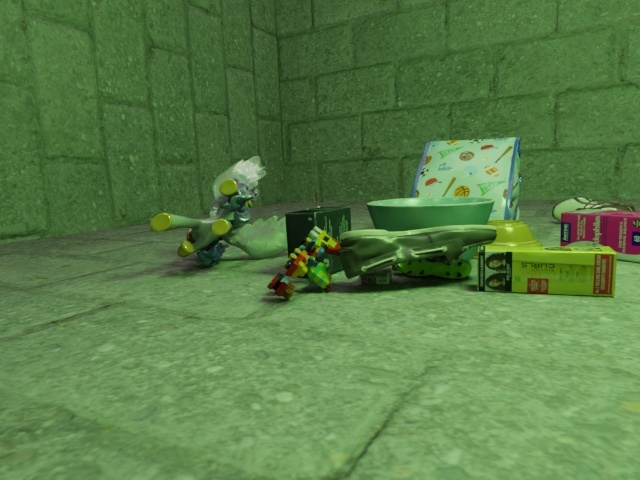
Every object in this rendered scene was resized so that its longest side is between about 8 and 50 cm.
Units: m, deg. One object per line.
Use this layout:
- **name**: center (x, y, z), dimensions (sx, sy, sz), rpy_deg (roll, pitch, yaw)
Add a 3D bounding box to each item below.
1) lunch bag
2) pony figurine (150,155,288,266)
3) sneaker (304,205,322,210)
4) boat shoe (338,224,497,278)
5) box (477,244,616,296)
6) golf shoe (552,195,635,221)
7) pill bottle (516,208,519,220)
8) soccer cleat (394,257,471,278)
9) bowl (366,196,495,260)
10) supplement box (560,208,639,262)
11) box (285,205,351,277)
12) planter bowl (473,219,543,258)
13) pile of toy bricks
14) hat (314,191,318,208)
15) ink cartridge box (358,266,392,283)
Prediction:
- **lunch bag**: center (0.483, -0.140, 1.549), dimensions (0.328, 0.238, 0.385), rpy_deg (1, 48, 28)
- **pony figurine**: center (-0.257, -0.061, 1.287), dimensions (0.351, 0.302, 0.363), rpy_deg (-29, -3, -5)
- **sneaker**: center (-0.013, -0.041, 1.570), dimensions (0.110, 0.118, 0.292), rpy_deg (32, 12, 8)
- **boat shoe**: center (0.204, 0.024, 0.971), dimensions (0.336, 0.095, 0.112), rpy_deg (-3, -7, -5)
- **box**: center (0.420, 0.056, 0.883), dimensions (0.233, 0.087, 0.058), rpy_deg (1, 12, 19)
- **golf shoe**: center (1.000, -0.103, 1.722), dimensions (0.273, 0.105, 0.120), rpy_deg (3, 17, 37)
- **pill bottle**: center (0.616, -0.100, 1.738), dimensions (0.121, 0.121, 0.221), rpy_deg (-7, 9, -25)
- **soccer cleat**: center (0.250, 0.056, 1.052), dimensions (0.179, 0.060, 0.072), rpy_deg (9, 3, 28)
- **bowl**: center (0.276, -0.022, 1.183), dimensions (0.312, 0.163, 0.311), rpy_deg (-2, 9, 0)
- **supplement box**: center (0.740, -0.017, 1.176), dimensions (0.114, 0.111, 0.220), rpy_deg (-8, 9, -27)
- **box**: center (0.000, 0.000, 1.140), dimensions (0.093, 0.155, 0.158), rpy_deg (2, 10, 34)
- **planter bowl**: center (0.498, -0.008, 1.266), dimensions (0.217, 0.090, 0.217), rpy_deg (-3, 9, 0)
- **pile of toy bricks**: center (-0.017, 0.061, 0.961), dimensions (0.105, 0.118, 0.212), rpy_deg (37, 23, 1)
- **hat**: center (-0.007, -0.041, 1.326), dimensions (0.173, 0.183, 0.209), rpy_deg (-9, 11, -37)
- **ink cartridge box**: center (0.121, 0.078, 1.013), dimensions (0.063, 0.029, 0.115), rpy_deg (-1, 11, 13)
